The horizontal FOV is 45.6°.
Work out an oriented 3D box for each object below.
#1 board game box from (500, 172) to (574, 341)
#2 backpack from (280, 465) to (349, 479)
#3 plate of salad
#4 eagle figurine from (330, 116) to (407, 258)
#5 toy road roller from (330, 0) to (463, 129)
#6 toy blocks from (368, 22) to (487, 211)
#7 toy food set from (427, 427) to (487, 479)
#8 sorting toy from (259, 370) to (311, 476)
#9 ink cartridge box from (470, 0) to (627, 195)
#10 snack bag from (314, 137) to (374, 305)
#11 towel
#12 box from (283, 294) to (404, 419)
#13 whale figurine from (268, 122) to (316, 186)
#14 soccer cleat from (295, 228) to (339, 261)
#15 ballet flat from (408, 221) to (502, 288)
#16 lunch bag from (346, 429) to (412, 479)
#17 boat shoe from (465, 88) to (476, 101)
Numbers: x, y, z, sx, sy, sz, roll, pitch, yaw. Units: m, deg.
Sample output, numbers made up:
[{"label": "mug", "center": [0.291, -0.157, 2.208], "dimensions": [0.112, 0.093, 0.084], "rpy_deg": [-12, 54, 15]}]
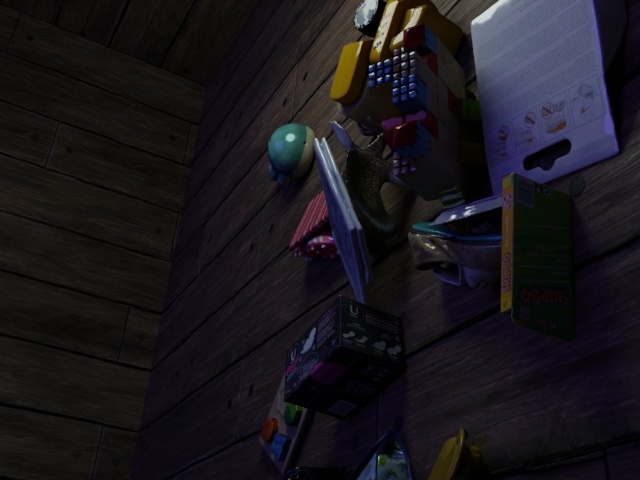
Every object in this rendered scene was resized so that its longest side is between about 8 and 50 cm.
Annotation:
[{"label": "board game box", "center": [0.344, 0.027, 1.204], "dimensions": [0.039, 0.124, 0.259], "rpy_deg": [-40, 38, 54]}, {"label": "backpack", "center": [-0.004, 0.570, 1.584], "dimensions": [0.115, 0.152, 0.182], "rpy_deg": [-57, 38, 43]}, {"label": "plate of salad", "center": [0.288, -0.047, 1.345], "dimensions": [0.200, 0.200, 0.048], "rpy_deg": [-16, 92, 63]}, {"label": "eagle figurine", "center": [0.117, -0.133, 1.774], "dimensions": [0.225, 0.226, 0.298], "rpy_deg": [7, 73, 46]}, {"label": "toy road roller", "center": [0.192, -0.431, 1.821], "dimensions": [0.240, 0.202, 0.329], "rpy_deg": [9, 79, 56]}, {"label": "toy blocks", "center": [0.193, -0.262, 1.495], "dimensions": [0.190, 0.261, 0.381], "rpy_deg": [-12, 65, 31]}, {"label": "toy food set", "center": [0.219, 0.425, 1.273], "dimensions": [0.128, 0.071, 0.218], "rpy_deg": [-59, -8, -83]}, {"label": "sorting toy", "center": [-0.080, 0.426, 1.974], "dimensions": [0.307, 0.041, 0.229], "rpy_deg": [-70, 23, 5]}, {"label": "ink cartridge box", "center": [0.418, -0.291, 1.382], "dimensions": [0.308, 0.091, 0.385], "rpy_deg": [-26, 66, 59]}, {"label": "snack bag", "center": [0.061, -0.015, 1.737], "dimensions": [0.342, 0.037, 0.323], "rpy_deg": [78, 174, -46]}, {"label": "towel", "center": [0.021, -0.097, 2.062], "dimensions": [0.275, 0.031, 0.199], "rpy_deg": [-40, 19, 44]}, {"label": "box", "center": [0.048, 0.257, 1.652], "dimensions": [0.247, 0.163, 0.142], "rpy_deg": [-50, 27, 41]}, {"label": "whale figurine", "center": [-0.121, -0.282, 2.485], "dimensions": [0.272, 0.141, 0.216], "rpy_deg": [-22, 54, 62]}, {"label": "soccer cleat", "center": [0.000, 0.000, 2.077], "dimensions": [0.248, 0.083, 0.095], "rpy_deg": [-19, 51, 66]}, {"label": "ballet flat", "center": [0.273, 0.031, 1.404], "dimensions": [0.348, 0.123, 0.123], "rpy_deg": [10, 82, 67]}, {"label": "lunch bag", "center": [0.110, 0.456, 1.460], "dimensions": [0.129, 0.096, 0.151], "rpy_deg": [-60, 11, 31]}, {"label": "boat shoe", "center": [0.277, -0.234, 1.652], "dimensions": [0.190, 0.068, 0.072], "rpy_deg": [-60, 10, -1]}]
